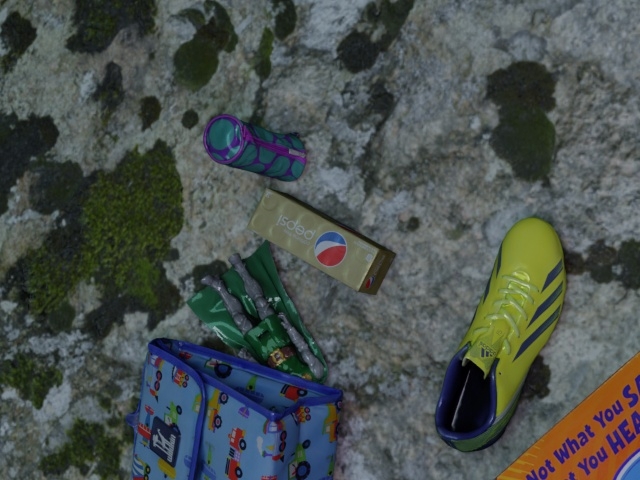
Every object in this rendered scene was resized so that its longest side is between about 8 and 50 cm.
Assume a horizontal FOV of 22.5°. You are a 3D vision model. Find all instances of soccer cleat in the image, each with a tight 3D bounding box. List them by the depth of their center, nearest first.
[{"bbox_3d":[0.210,0.111,1.871,0.093,0.121,0.289,20,93,27],"label":"soccer cleat"}]

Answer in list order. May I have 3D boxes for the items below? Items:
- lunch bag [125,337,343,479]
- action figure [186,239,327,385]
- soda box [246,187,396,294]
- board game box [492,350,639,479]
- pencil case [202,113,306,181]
[{"bbox_3d":[-0.131,0.259,2.014,0.293,0.138,0.220,18,109,38],"label":"lunch bag"},{"bbox_3d":[-0.063,0.127,2.038,0.137,0.063,0.232,-40,73,13],"label":"action figure"},{"bbox_3d":[0.000,0.000,2.021,0.181,0.058,0.061,29,97,25],"label":"soda box"},{"bbox_3d":[0.373,0.340,1.577,0.356,0.356,0.356,-40,67,-8],"label":"board game box"},{"bbox_3d":[-0.079,-0.116,2.020,0.070,0.152,0.064,-7,80,33],"label":"pencil case"}]
